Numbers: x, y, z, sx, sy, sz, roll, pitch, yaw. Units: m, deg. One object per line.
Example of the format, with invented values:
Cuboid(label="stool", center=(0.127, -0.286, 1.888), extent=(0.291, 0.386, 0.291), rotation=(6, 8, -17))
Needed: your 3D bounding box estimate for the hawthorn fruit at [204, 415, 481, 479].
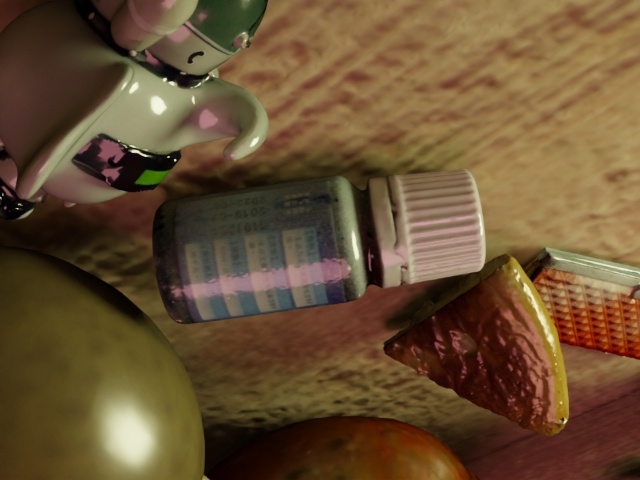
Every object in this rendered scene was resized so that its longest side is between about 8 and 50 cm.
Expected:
Cuboid(label="hawthorn fruit", center=(0.048, 0.349, 0.854), extent=(0.402, 0.403, 0.403), rotation=(-4, 144, -3))

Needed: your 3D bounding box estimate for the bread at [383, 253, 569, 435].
Cuboid(label="bread", center=(0.128, 0.064, 0.711), extent=(0.154, 0.054, 0.136), rotation=(21, 132, 17))

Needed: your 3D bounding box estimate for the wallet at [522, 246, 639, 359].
Cuboid(label="wallet", center=(0.233, 0.056, 0.761), extent=(0.196, 0.020, 0.103), rotation=(12, 140, -23))

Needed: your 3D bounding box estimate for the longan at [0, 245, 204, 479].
Cuboid(label="longan", center=(-0.203, 0.135, 0.616), extent=(0.257, 0.258, 0.258), rotation=(-4, 144, -3))

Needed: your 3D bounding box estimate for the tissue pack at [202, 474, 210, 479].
Cuboid(label="tissue pack", center=(-0.146, 0.298, 0.688), extent=(0.226, 0.183, 0.092), rotation=(-42, 126, 2))

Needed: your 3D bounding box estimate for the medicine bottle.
Cuboid(label="medicine bottle", center=(0.000, 0.000, 0.599), extent=(0.203, 0.084, 0.083), rotation=(-9, 144, 4))

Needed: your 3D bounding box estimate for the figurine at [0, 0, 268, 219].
Cuboid(label="figurine", center=(-0.092, -0.081, 0.444), extent=(0.192, 0.147, 0.126), rotation=(-41, 115, 13))
